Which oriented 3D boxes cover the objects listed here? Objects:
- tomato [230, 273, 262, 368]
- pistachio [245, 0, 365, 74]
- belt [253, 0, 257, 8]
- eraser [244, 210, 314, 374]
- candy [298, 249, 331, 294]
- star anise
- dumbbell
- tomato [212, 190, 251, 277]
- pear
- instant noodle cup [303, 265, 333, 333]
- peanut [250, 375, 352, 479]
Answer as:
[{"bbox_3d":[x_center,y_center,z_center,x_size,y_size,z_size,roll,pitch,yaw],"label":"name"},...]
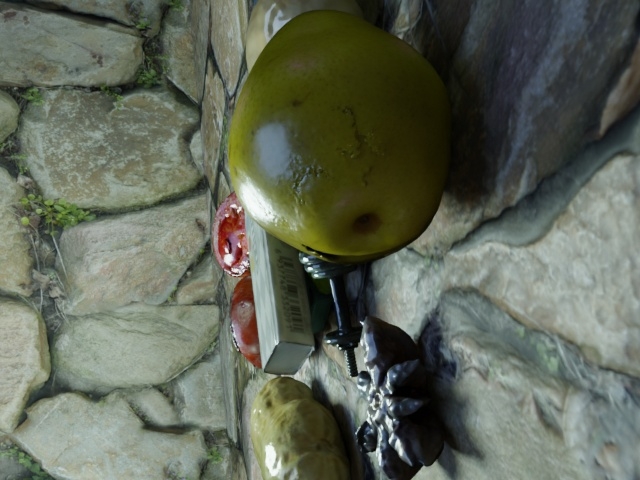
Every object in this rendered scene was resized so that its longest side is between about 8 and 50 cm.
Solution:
[{"bbox_3d":[-0.100,0.172,1.462,0.101,0.228,0.228,-28,58,23],"label":"tomato"},{"bbox_3d":[-0.025,-0.295,1.080,0.193,0.214,0.318,37,159,7],"label":"pistachio"},{"bbox_3d":[-0.086,-0.457,1.386,0.190,0.082,0.141,-118,32,-54],"label":"belt"},{"bbox_3d":[-0.088,0.044,1.295,0.213,0.082,0.397,117,148,-59],"label":"eraser"},{"bbox_3d":[0.000,0.000,1.216,0.097,0.096,0.210,-141,41,-67],"label":"candy"},{"bbox_3d":[0.101,0.223,0.936,0.229,0.093,0.236,-174,78,-72],"label":"star anise"},{"bbox_3d":[0.033,0.105,1.123,0.110,0.110,0.255,174,86,-73],"label":"dumbbell"},{"bbox_3d":[-0.144,-0.024,1.593,0.233,0.139,0.200,-29,70,34],"label":"tomato"},{"bbox_3d":[0.027,-0.136,0.829,0.285,0.284,0.336,114,168,-57],"label":"pear"},{"bbox_3d":[-0.026,0.107,1.355,0.179,0.070,0.157,104,156,-47],"label":"instant noodle cup"},{"bbox_3d":[-0.051,0.400,1.347,0.387,0.169,0.192,-139,53,-67],"label":"peanut"}]
